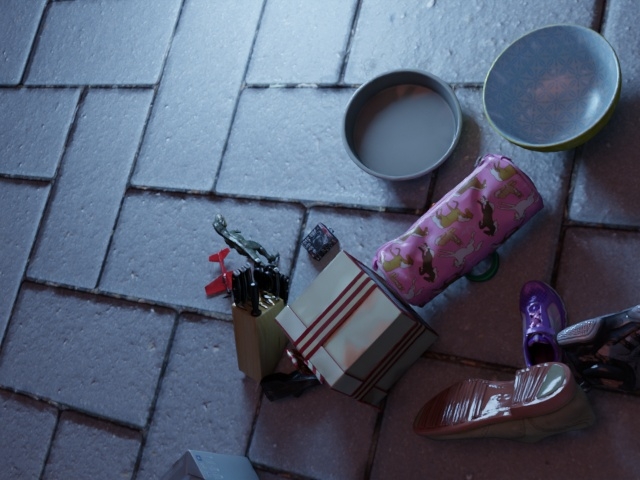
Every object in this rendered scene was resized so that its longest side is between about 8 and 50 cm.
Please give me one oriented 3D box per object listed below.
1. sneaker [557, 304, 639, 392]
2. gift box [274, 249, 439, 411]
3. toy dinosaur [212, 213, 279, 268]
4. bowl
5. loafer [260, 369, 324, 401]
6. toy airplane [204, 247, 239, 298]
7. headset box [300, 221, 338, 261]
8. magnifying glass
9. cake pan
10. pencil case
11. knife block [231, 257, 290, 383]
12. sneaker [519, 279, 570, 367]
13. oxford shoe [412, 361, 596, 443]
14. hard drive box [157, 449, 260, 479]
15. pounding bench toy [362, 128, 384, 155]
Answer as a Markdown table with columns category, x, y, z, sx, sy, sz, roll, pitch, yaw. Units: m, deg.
| category | x | y | z | sx | sy | sz | roll | pitch | yaw |
| --- | --- | --- | --- | --- | --- | --- | --- | --- | --- |
| sneaker | 0.611 | 0.209 | 1.620 | 0.269 | 0.101 | 0.153 | -19 | 80 | 12 |
| gift box | 0.078 | 0.217 | 1.837 | 0.258 | 0.255 | 0.276 | -46 | 50 | 7 |
| toy dinosaur | -0.178 | 0.025 | 2.137 | 0.268 | 0.118 | 0.064 | 35 | 93 | 34 |
| bowl | 0.517 | -0.308 | 1.814 | 0.290 | 0.156 | 0.289 | -10 | 69 | 28 |
| loafer | -0.058 | 0.347 | 2.000 | 0.170 | 0.062 | 0.061 | -11 | 107 | 21 |
| toy airplane | -0.254 | 0.084 | 2.217 | 0.151 | 0.028 | 0.151 | -10 | 68 | 26 |
| headset box | 0.000 | 0.000 | 2.092 | 0.083 | 0.032 | 0.062 | -47 | 57 | 8 |
| magnifying glass | 0.323 | 0.000 | 1.906 | 0.092 | 0.026 | 0.231 | -42 | 59 | 12 |
| cake pan | 0.197 | -0.274 | 2.015 | 0.293 | 0.054 | 0.293 | -4 | 73 | 12 |
| pencil case | 0.295 | -0.020 | 1.819 | 0.386 | 0.160 | 0.167 | -43 | 59 | 12 |
| knife block | -0.161 | 0.189 | 1.995 | 0.088 | 0.242 | 0.275 | 26 | 88 | 36 |
| sneaker | 0.454 | 0.189 | 1.712 | 0.095 | 0.104 | 0.236 | -15 | 65 | 28 |
| oxford shoe | 0.361 | 0.366 | 1.687 | 0.397 | 0.146 | 0.140 | -22 | 27 | 44 |
| hard drive box | -0.275 | 0.584 | 1.932 | 0.181 | 0.232 | 0.089 | -46 | 57 | 10 |
| pounding bench toy | 0.140 | -0.243 | 2.081 | 0.083 | 0.052 | 0.065 | 17 | 82 | 34 |
